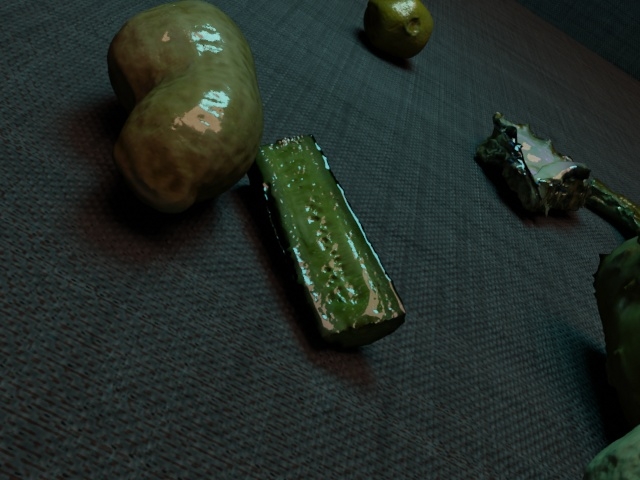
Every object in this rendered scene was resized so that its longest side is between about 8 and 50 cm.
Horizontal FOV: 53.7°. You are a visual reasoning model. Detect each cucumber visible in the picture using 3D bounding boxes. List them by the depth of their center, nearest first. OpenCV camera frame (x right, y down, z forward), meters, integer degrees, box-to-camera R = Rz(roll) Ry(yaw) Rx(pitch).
[{"bbox_3d":[-0.002,0.002,0.560,0.078,0.062,0.211,-18,59,-11],"label":"cucumber"}]

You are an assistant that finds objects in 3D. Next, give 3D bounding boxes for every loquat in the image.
[{"bbox_3d":[0.137,-0.393,1.140,0.137,0.113,0.137,16,26,-8],"label":"loquat"}]

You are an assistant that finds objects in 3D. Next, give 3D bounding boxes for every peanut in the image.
[{"bbox_3d":[-0.119,-0.120,0.554,0.137,0.122,0.253,12,43,-30],"label":"peanut"}]

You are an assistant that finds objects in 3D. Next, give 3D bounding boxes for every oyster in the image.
[{"bbox_3d":[0.341,-0.116,0.988,0.198,0.092,0.260,32,24,-5],"label":"oyster"}]

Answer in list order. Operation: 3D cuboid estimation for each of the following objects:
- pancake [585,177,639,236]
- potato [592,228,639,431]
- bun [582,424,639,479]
[{"bbox_3d":[0.560,0.038,1.014,0.197,0.054,0.376,3,42,-41],"label":"pancake"},{"bbox_3d":[0.390,0.145,0.564,0.301,0.288,0.237,55,46,-22],"label":"potato"},{"bbox_3d":[0.255,0.235,0.408,0.220,0.134,0.220,51,12,-16],"label":"bun"}]
